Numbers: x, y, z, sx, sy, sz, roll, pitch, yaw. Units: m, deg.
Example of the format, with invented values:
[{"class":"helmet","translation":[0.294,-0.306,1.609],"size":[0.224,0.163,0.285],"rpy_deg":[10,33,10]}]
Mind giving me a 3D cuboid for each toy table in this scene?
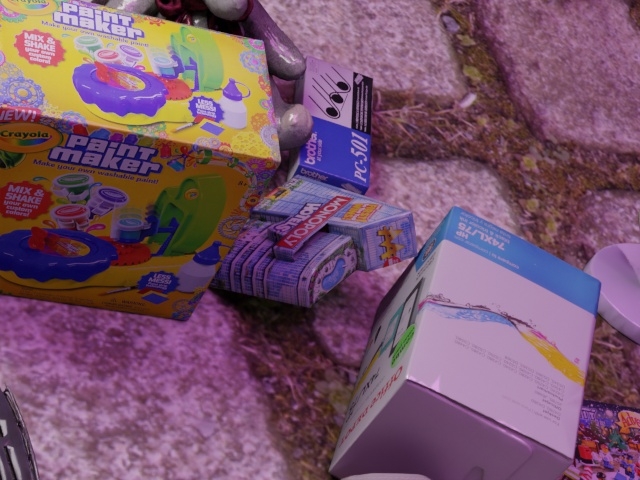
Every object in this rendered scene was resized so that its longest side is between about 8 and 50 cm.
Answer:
[{"class":"toy table","translation":[0.499,0.045,1.883],"size":[0.274,0.161,0.252],"rpy_deg":[8,49,-23]}]

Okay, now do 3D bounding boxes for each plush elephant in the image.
[{"class":"plush elephant","translation":[-0.134,-0.285,1.703],"size":[0.271,0.255,0.330],"rpy_deg":[0,56,-20]}]

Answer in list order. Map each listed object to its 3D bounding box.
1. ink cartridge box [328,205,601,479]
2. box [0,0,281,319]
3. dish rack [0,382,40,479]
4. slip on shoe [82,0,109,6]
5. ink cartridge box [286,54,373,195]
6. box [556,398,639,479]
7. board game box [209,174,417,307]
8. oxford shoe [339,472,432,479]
[{"class":"ink cartridge box","translation":[0.161,0.148,1.568],"size":[0.197,0.198,0.270],"rpy_deg":[27,43,-7]},{"class":"box","translation":[-0.232,-0.083,1.487],"size":[0.290,0.279,0.177],"rpy_deg":[9,48,-22]},{"class":"dish rack","translation":[-0.389,0.190,1.305],"size":[0.271,0.074,0.208],"rpy_deg":[-4,56,-33]},{"class":"slip on shoe","translation":[-0.345,-0.260,1.700],"size":[0.101,0.123,0.331],"rpy_deg":[29,38,6]},{"class":"ink cartridge box","translation":[0.014,-0.142,1.848],"size":[0.097,0.046,0.207],"rpy_deg":[17,46,-15]},{"class":"box","translation":[0.350,0.268,1.682],"size":[0.233,0.044,0.159],"rpy_deg":[11,48,-22]},{"class":"board game box","translation":[0.000,0.000,1.630],"size":[0.194,0.060,0.194],"rpy_deg":[9,31,34]},{"class":"oxford shoe","translation":[0.184,0.333,1.459],"size":[0.449,0.169,0.130],"rpy_deg":[17,29,-14]}]
